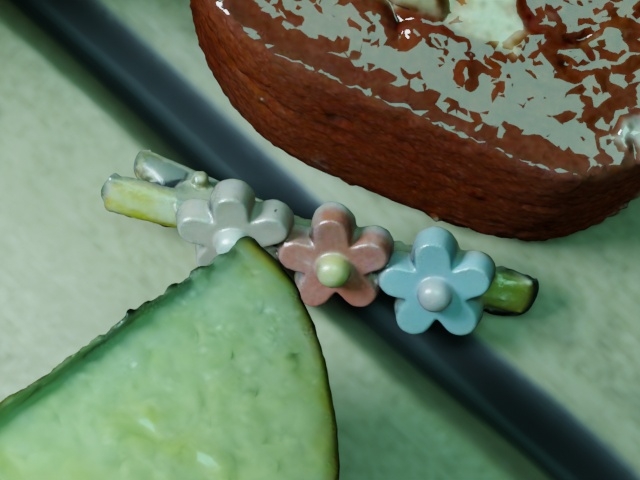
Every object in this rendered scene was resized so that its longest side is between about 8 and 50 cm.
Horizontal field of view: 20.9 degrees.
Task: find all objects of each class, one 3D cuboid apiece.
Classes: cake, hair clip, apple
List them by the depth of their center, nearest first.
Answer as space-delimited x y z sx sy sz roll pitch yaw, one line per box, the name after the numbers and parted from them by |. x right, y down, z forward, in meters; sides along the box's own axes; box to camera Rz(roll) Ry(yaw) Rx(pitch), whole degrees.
-0.133 0.151 0.695 0.254 0.179 0.346 19 45 40 | apple
0.064 -0.113 0.807 0.283 0.151 0.177 19 75 -1 | cake
-0.002 0.004 0.828 0.214 0.062 0.056 19 37 6 | hair clip
